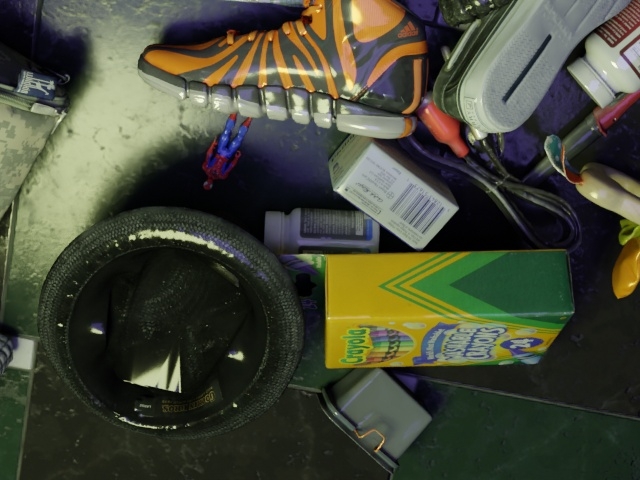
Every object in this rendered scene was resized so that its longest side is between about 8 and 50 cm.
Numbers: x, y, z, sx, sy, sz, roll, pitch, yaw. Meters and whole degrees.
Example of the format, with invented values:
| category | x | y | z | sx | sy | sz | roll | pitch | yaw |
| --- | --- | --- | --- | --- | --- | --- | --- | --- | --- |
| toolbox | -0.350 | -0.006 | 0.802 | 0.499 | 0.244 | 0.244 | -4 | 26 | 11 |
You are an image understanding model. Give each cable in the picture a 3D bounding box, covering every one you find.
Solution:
| category | x | y | z | sx | sy | sz | roll | pitch | yaw |
| --- | --- | --- | --- | --- | --- | --- | --- | --- | --- |
| cable | 0.197 | -0.087 | 1.185 | 0.139 | 0.072 | 0.287 | -36 | 93 | -17 |

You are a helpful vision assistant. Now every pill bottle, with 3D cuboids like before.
| category | x | y | z | sx | sy | sz | roll | pitch | yaw |
| --- | --- | --- | --- | --- | --- | --- | --- | --- | --- |
| pill bottle | 0.000 | 0.000 | 1.238 | 0.137 | 0.078 | 0.078 | 3 | 110 | -2 |
| pill bottle | 0.358 | -0.224 | 1.156 | 0.152 | 0.086 | 0.086 | -41 | 106 | 13 |

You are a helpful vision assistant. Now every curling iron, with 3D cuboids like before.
| category | x | y | z | sx | sy | sz | roll | pitch | yaw |
| --- | --- | --- | --- | --- | --- | --- | --- | --- | --- |
| curling iron | 0.344 | -0.135 | 1.215 | 0.274 | 0.035 | 0.068 | -36 | 107 | 12 |

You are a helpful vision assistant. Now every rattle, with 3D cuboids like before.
| category | x | y | z | sx | sy | sz | roll | pitch | yaw |
| --- | --- | --- | --- | --- | --- | --- | --- | --- | --- |
| rattle | 0.313 | -0.028 | 1.196 | 0.200 | 0.130 | 0.143 | 10 | 133 | -35 |

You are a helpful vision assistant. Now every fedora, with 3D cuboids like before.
| category | x | y | z | sx | sy | sz | roll | pitch | yaw |
| --- | --- | --- | --- | --- | --- | --- | --- | --- | --- |
| fedora | -0.166 | 0.075 | 1.215 | 0.334 | 0.152 | 0.334 | 3 | 121 | 6 |

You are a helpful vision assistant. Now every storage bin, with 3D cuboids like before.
| category | x | y | z | sx | sy | sz | roll | pitch | yaw |
| --- | --- | --- | --- | --- | --- | --- | --- | --- | --- |
| storage bin | 0.076 | 0.220 | 1.318 | 0.135 | 0.098 | 0.091 | 43 | 94 | -15 |

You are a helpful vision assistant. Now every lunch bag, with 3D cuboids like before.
| category | x | y | z | sx | sy | sz | roll | pitch | yaw |
| --- | --- | --- | --- | --- | --- | --- | --- | --- | --- |
| lunch bag | -0.450 | -0.107 | 1.133 | 0.256 | 0.212 | 0.305 | 24 | 110 | -27 |

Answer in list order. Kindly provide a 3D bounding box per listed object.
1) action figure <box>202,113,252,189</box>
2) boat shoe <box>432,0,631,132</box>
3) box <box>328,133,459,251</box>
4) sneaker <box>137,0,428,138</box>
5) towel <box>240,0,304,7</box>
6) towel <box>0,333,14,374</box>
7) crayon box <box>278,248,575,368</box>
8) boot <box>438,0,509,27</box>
| category | x | y | z | sx | sy | sz | roll | pitch | yaw |
| --- | --- | --- | --- | --- | --- | --- | --- | --- | --- |
| action figure | -0.113 | -0.110 | 1.223 | 0.038 | 0.030 | 0.115 | 23 | 110 | -14 |
| boat shoe | 0.238 | -0.265 | 1.113 | 0.335 | 0.119 | 0.121 | -49 | 127 | -11 |
| box | 0.081 | -0.067 | 1.182 | 0.126 | 0.137 | 0.072 | 36 | 105 | -13 |
| sneaker | -0.037 | -0.227 | 1.127 | 0.321 | 0.124 | 0.180 | 9 | 107 | 2 |
| towel | -0.048 | -0.322 | 1.151 | 0.152 | 0.023 | 0.113 | 5 | 108 | 0 |
| towel | -0.532 | 0.145 | 1.202 | 0.284 | 0.235 | 0.121 | 29 | 111 | -10 |
| crayon box | 0.115 | 0.086 | 1.208 | 0.323 | 0.203 | 0.083 | -1 | 68 | 0 |
| boot | 0.075 | -0.320 | 0.985 | 0.348 | 0.131 | 0.260 | -17 | 108 | 24 |
